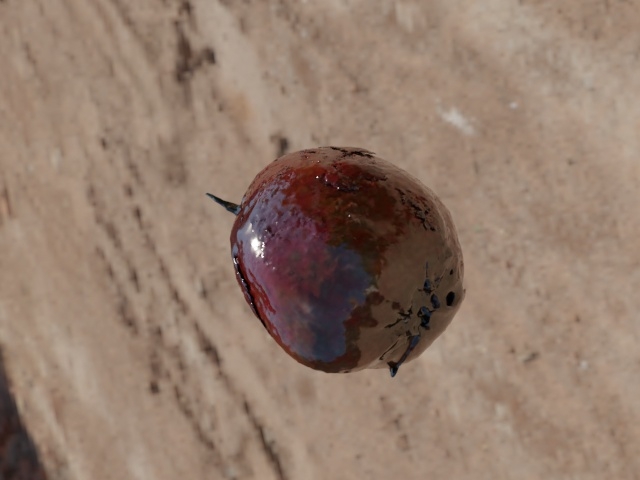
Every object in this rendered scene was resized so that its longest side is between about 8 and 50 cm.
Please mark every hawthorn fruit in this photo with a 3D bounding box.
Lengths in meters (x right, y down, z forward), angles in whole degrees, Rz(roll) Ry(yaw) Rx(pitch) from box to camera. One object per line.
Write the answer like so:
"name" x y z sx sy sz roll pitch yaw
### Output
"hawthorn fruit" 0.000 0.000 1.173 0.235 0.181 0.181 33 133 27
